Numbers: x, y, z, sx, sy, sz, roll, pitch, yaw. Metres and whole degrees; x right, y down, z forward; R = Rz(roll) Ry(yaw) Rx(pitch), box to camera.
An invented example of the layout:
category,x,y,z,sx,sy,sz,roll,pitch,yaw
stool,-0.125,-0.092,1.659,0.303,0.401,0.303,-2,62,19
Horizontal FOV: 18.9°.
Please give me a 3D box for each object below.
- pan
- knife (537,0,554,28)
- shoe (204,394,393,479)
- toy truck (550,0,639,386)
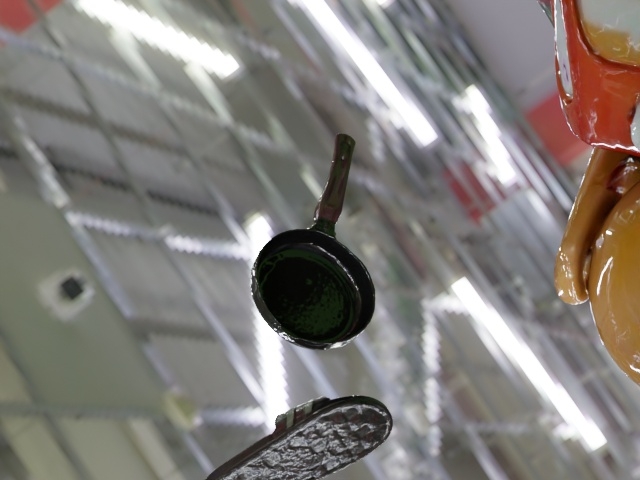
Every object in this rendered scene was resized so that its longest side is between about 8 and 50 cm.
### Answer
category,x,y,z,sx,sy,sz,roll,pitch,yaw
pan,-0.001,0.001,1.696,0.115,0.040,0.212,19,-120,-17
knife,0.147,-0.136,1.129,0.247,0.035,0.018,55,-136,-27
shoe,-0.027,0.176,1.669,0.071,0.179,0.049,61,180,-38
toy truck,0.195,-0.064,0.908,0.265,0.189,0.239,70,-145,-43
